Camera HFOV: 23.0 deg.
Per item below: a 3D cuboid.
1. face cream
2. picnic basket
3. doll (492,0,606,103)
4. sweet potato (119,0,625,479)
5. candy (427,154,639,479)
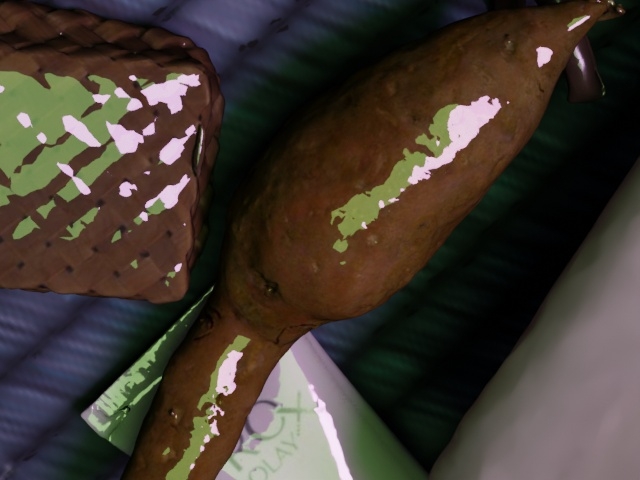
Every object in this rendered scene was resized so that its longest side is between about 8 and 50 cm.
[{"bbox_3d":[0.022,0.120,0.638,0.092,0.058,0.243,-45,103,0],"label":"face cream"},{"bbox_3d":[-0.129,-0.031,0.560,0.193,0.055,0.110,5,105,-15],"label":"picnic basket"},{"bbox_3d":[0.090,-0.136,0.579,0.139,0.057,0.165,-28,105,0],"label":"doll"},{"bbox_3d":[-0.003,0.001,0.573,0.075,0.075,0.269,37,100,-19],"label":"sweet potato"},{"bbox_3d":[0.207,0.002,0.559,0.208,0.145,0.358,20,104,-53],"label":"candy"}]
